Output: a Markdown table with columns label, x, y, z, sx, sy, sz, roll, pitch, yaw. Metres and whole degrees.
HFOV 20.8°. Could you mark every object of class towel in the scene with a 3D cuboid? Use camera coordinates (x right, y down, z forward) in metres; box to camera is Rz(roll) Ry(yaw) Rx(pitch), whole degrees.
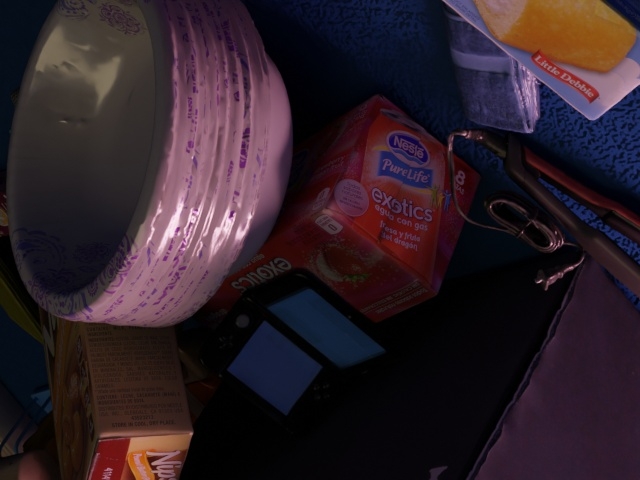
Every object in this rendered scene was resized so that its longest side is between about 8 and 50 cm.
| label | x | y | z | sx | sy | sz | roll | pitch | yaw |
| --- | --- | --- | --- | --- | --- | --- | --- | --- | --- |
| towel | -0.349 | 0.020 | 1.820 | 0.102 | 0.021 | 0.237 | 33 | 158 | 43 |
| towel | 0.127 | -0.133 | 1.298 | 0.067 | 0.029 | 0.119 | 12 | 140 | 28 |

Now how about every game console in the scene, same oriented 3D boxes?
| label | x | y | z | sx | sy | sz | roll | pitch | yaw |
| --- | --- | --- | --- | --- | --- | --- | --- | --- | --- |
| game console | -0.018 | 0.095 | 1.426 | 0.122 | 0.107 | 0.071 | 40 | 172 | -22 |

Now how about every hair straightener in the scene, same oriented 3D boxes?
| label | x | y | z | sx | sy | sz | roll | pitch | yaw |
| --- | --- | --- | --- | --- | --- | --- | --- | --- | --- |
| hair straightener | 0.188 | -0.008 | 1.346 | 0.230 | 0.089 | 0.047 | 35 | 168 | -4 |

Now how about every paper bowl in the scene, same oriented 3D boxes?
| label | x | y | z | sx | sy | sz | roll | pitch | yaw |
| --- | --- | --- | --- | --- | --- | --- | --- | --- | --- |
| paper bowl | -0.129 | -0.072 | 1.385 | 0.148 | 0.284 | 0.284 | 7 | 158 | -33 |

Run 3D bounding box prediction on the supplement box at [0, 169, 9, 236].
| label | x | y | z | sx | sy | sz | roll | pitch | yaw |
| --- | --- | --- | --- | --- | --- | --- | --- | --- | --- |
| supplement box | -0.298 | -0.039 | 1.723 | 0.083 | 0.043 | 0.055 | -9 | 126 | 43 |

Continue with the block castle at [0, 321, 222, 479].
| label | x | y | z | sx | sy | sz | roll | pitch | yaw |
| --- | --- | --- | --- | --- | --- | --- | --- | --- | --- |
| block castle | -0.152 | 0.294 | 1.783 | 0.453 | 0.303 | 0.213 | 48 | 143 | -18 |

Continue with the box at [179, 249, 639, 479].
| label | x | y | z | sx | sy | sz | roll | pitch | yaw |
| --- | --- | --- | --- | --- | --- | --- | --- | --- | --- |
| box | 0.154 | 0.310 | 1.570 | 0.472 | 0.297 | 0.480 | 47 | 143 | -21 |

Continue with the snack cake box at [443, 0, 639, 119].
| label | x | y | z | sx | sy | sz | roll | pitch | yaw |
| --- | --- | --- | --- | --- | --- | --- | --- | --- | --- |
| snack cake box | 0.120 | -0.220 | 1.096 | 0.264 | 0.152 | 0.089 | 37 | 144 | -7 |

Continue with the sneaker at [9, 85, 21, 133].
| label | x | y | z | sx | sy | sz | roll | pitch | yaw |
| --- | --- | --- | --- | --- | --- | --- | --- | --- | --- |
| sneaker | -0.257 | -0.087 | 1.635 | 0.076 | 0.065 | 0.166 | 40 | 145 | 21 |

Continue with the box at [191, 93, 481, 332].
| label | x | y | z | sx | sy | sz | roll | pitch | yaw |
| --- | --- | --- | --- | --- | --- | --- | --- | --- | --- |
| box | 0.000 | 0.000 | 1.460 | 0.123 | 0.128 | 0.257 | 37 | 145 | -18 |

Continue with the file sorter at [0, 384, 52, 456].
| label | x | y | z | sx | sy | sz | roll | pitch | yaw |
| --- | --- | --- | --- | --- | --- | --- | --- | --- | --- |
| file sorter | -0.266 | 0.230 | 1.964 | 0.170 | 0.104 | 0.118 | -19 | 120 | 48 |

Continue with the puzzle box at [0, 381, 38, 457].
| label | x | y | z | sx | sy | sz | roll | pitch | yaw |
| --- | --- | --- | --- | --- | --- | --- | --- | --- | --- |
| puzzle box | -0.414 | 0.303 | 2.209 | 0.272 | 0.052 | 0.409 | -6 | 129 | 41 |

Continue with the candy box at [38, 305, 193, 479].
| label | x | y | z | sx | sy | sz | roll | pitch | yaw |
| --- | --- | --- | --- | --- | --- | --- | --- | --- | --- |
| candy box | -0.190 | 0.086 | 1.544 | 0.088 | 0.316 | 0.183 | -1 | 143 | -18 |
